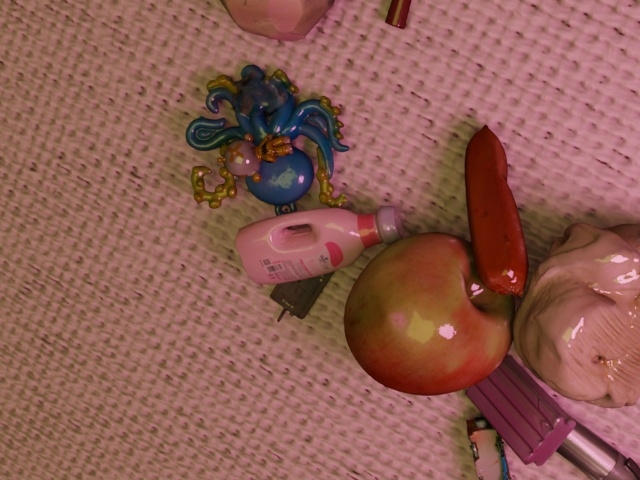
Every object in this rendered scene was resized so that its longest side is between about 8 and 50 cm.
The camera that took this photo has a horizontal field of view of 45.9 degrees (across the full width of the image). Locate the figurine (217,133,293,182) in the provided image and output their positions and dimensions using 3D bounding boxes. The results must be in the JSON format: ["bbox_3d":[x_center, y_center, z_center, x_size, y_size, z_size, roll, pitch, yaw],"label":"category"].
[{"bbox_3d":[-0.127,-0.168,1.513,0.143,0.068,0.101,8,75,13],"label":"figurine"}]

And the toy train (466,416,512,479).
[{"bbox_3d":[0.355,0.451,1.578,0.072,0.099,0.188,-12,96,15],"label":"toy train"}]

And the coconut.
[{"bbox_3d":[-0.072,-0.496,1.450,0.231,0.227,0.227,21,106,11],"label":"coconut"}]

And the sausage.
[{"bbox_3d":[0.320,-0.058,1.411,0.094,0.097,0.348,-13,63,18],"label":"sausage"}]

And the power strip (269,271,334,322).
[{"bbox_3d":[-0.028,0.074,1.644,0.092,0.034,0.268,34,108,7],"label":"power strip"}]

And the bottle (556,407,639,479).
[{"bbox_3d":[0.531,0.414,1.526,0.254,0.079,0.096,39,136,6],"label":"bottle"}]

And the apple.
[{"bbox_3d":[0.203,0.147,1.457,0.277,0.319,0.319,-35,90,39],"label":"apple"}]

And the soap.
[{"bbox_3d":[0.392,0.333,1.501,0.122,0.066,0.203,-56,42,17],"label":"soap"}]

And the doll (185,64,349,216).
[{"bbox_3d":[-0.112,-0.204,1.594,0.346,0.099,0.341,-11,86,11],"label":"doll"}]

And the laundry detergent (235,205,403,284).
[{"bbox_3d":[0.000,0.000,1.547,0.335,0.087,0.159,-14,125,17],"label":"laundry detergent"}]

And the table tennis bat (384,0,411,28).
[{"bbox_3d":[0.186,-0.567,1.455,0.200,0.038,0.310,19,105,12],"label":"table tennis bat"}]

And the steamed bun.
[{"bbox_3d":[0.507,0.116,1.379,0.339,0.247,0.352,18,102,-31],"label":"steamed bun"}]
